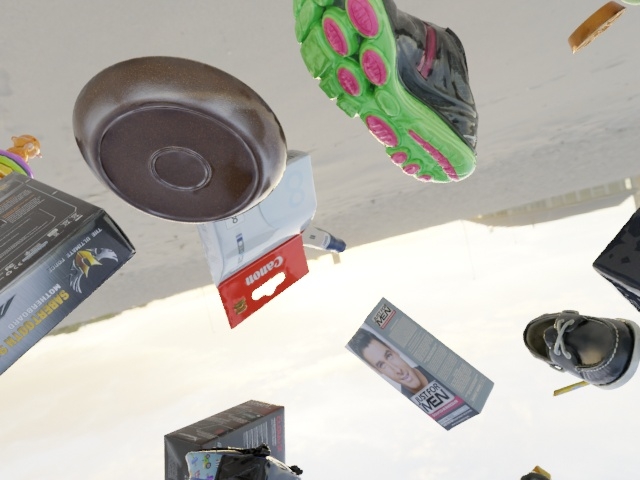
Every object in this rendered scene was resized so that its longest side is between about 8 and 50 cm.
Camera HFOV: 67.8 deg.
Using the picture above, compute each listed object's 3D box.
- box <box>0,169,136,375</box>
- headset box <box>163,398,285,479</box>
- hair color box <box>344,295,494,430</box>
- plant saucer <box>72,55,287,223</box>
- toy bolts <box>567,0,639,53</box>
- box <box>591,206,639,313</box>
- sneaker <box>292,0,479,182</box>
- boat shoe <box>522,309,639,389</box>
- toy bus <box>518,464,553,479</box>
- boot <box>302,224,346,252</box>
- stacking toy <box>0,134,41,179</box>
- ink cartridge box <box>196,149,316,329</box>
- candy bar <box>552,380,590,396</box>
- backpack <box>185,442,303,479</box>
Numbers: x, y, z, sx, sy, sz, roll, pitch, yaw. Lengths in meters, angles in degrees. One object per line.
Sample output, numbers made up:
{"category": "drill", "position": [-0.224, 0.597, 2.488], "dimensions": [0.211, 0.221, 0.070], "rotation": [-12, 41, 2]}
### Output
{"category": "box", "position": [-0.301, 0.045, 0.398], "dimensions": [0.183, 0.056, 0.231], "rotation": [18, -126, 35]}
{"category": "headset box", "position": [-0.183, 0.483, 1.019], "dimensions": [0.110, 0.218, 0.293], "rotation": [-2, 178, 33]}
{"category": "hair color box", "position": [0.266, 0.346, 1.333], "dimensions": [0.113, 0.374, 0.185], "rotation": [-44, 166, -37]}
{"category": "plant saucer", "position": [-0.204, -0.119, 0.705], "dimensions": [0.310, 0.050, 0.310], "rotation": [-1, 143, -1]}
{"category": "toy bolts", "position": [0.577, -0.373, 0.804], "dimensions": [0.228, 0.158, 0.218], "rotation": [-34, 172, -22]}
{"category": "box", "position": [0.616, 0.119, 0.399], "dimensions": [0.297, 0.480, 0.472], "rotation": [-52, -158, 6]}
{"category": "sneaker", "position": [0.130, -0.303, 0.821], "dimensions": [0.185, 0.483, 0.202], "rotation": [0, -124, 43]}
{"category": "boat shoe", "position": [0.410, 0.170, 0.776], "dimensions": [0.091, 0.114, 0.302], "rotation": [18, 168, 11]}
{"category": "toy bus", "position": [0.372, 0.497, 0.727], "dimensions": [0.211, 0.149, 0.220], "rotation": [24, -148, 25]}
{"category": "boot", "position": [0.000, 0.000, 1.461], "dimensions": [0.086, 0.069, 0.190], "rotation": [22, -177, -29]}
{"category": "stacking toy", "position": [-0.665, -0.128, 0.985], "dimensions": [0.166, 0.175, 0.302], "rotation": [-31, -143, 27]}
{"category": "ink cartridge box", "position": [-0.131, 0.007, 1.185], "dimensions": [0.091, 0.385, 0.308], "rotation": [18, -140, 40]}
{"category": "candy bar", "position": [0.755, 0.427, 1.399], "dimensions": [0.161, 0.018, 0.040], "rotation": [-19, 148, -2]}
{"category": "backpack", "position": [-0.136, 0.396, 0.758], "dimensions": [0.173, 0.158, 0.117], "rotation": [-7, -129, 23]}
